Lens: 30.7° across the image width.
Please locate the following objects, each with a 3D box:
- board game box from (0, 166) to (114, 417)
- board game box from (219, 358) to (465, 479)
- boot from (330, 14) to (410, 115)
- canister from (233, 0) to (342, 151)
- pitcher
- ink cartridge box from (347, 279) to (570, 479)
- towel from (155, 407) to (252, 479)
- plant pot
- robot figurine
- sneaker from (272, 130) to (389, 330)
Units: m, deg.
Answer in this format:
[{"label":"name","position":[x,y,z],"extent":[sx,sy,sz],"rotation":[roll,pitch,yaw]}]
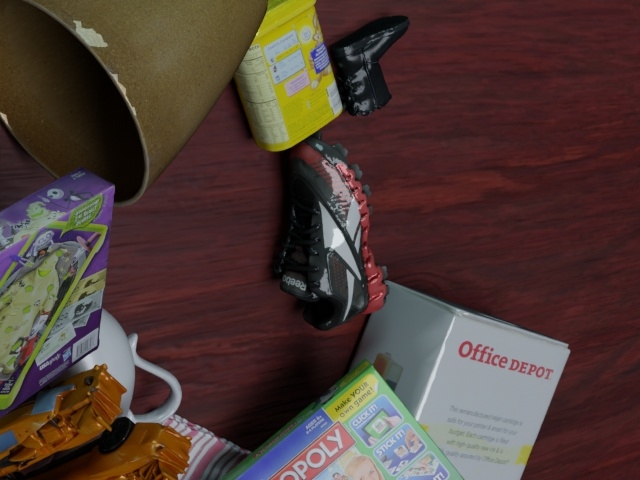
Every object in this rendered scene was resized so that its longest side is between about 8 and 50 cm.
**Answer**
[{"label":"board game box","position":[-0.314,0.093,1.004],"extent":[0.347,0.056,0.208],"rotation":[-38,154,-47]},{"label":"board game box","position":[0.003,0.333,1.480],"extent":[0.317,0.046,0.213],"rotation":[-40,103,-4]},{"label":"boot","position":[0.070,-0.219,1.477],"extent":[0.121,0.045,0.099],"rotation":[-30,122,-21]},{"label":"canister","position":[-0.047,-0.204,1.364],"extent":[0.126,0.073,0.170],"rotation":[-36,127,-26]},{"label":"pitcher","position":[-0.243,0.155,1.299],"extent":[0.177,0.125,0.207],"rotation":[-30,133,-29]},{"label":"ink cartridge box","position":[0.159,0.279,1.662],"extent":[0.279,0.160,0.385],"rotation":[19,94,-42]},{"label":"towel","position":[-0.174,0.306,1.476],"extent":[0.197,0.029,0.144],"rotation":[35,83,-43]},{"label":"plant pot","position":[-0.177,-0.204,1.167],"extent":[0.254,0.237,0.237],"rotation":[-46,131,-32]},{"label":"robot figurine","position":[-0.291,0.240,1.211],"extent":[0.291,0.085,0.211],"rotation":[-29,124,23]},{"label":"sneaker","position":[0.000,0.000,1.463],"extent":[0.135,0.097,0.276],"rotation":[-35,127,-29]}]
